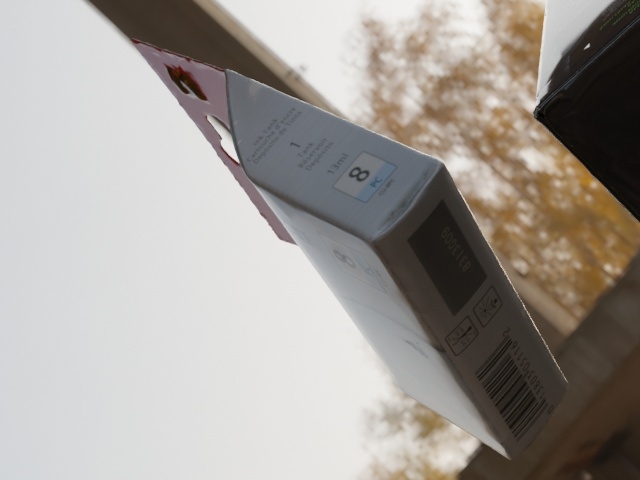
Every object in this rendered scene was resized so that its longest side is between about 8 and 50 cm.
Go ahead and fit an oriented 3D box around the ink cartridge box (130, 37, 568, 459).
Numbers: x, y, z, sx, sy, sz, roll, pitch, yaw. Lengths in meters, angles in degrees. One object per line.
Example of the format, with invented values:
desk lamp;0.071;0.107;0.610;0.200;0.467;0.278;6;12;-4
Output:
ink cartridge box;0.000;0.000;1.247;0.091;0.385;0.308;-50;-44;-15

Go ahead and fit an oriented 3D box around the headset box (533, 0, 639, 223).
headset box;0.247;-0.060;0.800;0.131;0.246;0.283;-42;10;21
